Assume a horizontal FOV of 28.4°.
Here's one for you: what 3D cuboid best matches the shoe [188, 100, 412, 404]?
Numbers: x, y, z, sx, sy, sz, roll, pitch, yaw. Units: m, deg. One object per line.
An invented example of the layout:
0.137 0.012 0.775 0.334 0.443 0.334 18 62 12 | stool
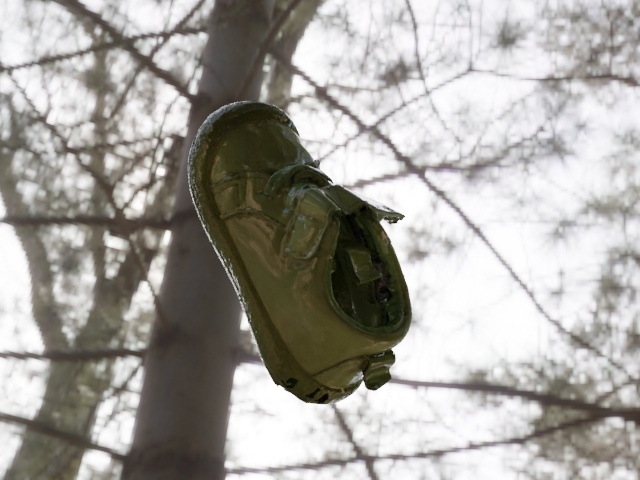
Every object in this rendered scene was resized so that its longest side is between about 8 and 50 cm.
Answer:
-0.005 0.002 1.039 0.128 0.262 0.140 -21 -11 26 | shoe
